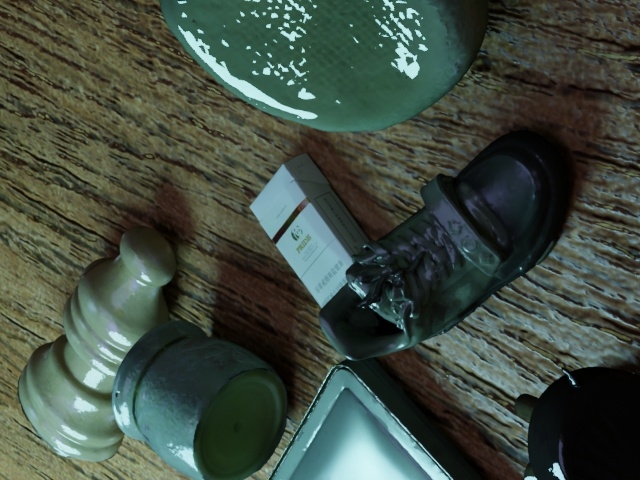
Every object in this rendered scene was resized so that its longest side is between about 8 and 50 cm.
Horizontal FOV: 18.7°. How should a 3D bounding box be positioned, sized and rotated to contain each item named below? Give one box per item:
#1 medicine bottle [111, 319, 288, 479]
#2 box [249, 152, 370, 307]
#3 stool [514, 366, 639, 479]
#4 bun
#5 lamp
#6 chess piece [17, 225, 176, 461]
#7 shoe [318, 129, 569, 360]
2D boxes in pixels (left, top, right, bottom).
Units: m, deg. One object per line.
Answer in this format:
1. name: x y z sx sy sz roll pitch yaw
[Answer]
1. medicine bottle: -0.129 0.172 2.064 0.143 0.147 0.147 24 125 40
2. box: 0.000 0.000 1.925 0.154 0.040 0.084 55 141 13
3. stool: 0.255 0.195 1.696 0.217 0.125 0.121 51 160 -12
4. bun: 0.014 -0.242 1.681 0.293 0.187 0.293 13 141 10
5. lamp: 0.068 0.284 1.986 0.266 0.047 0.269 48 137 20
6. chess piece: -0.233 0.106 2.183 0.307 0.124 0.139 -57 36 41
7. shoe: 0.101 0.020 1.744 0.109 0.149 0.293 54 140 15
